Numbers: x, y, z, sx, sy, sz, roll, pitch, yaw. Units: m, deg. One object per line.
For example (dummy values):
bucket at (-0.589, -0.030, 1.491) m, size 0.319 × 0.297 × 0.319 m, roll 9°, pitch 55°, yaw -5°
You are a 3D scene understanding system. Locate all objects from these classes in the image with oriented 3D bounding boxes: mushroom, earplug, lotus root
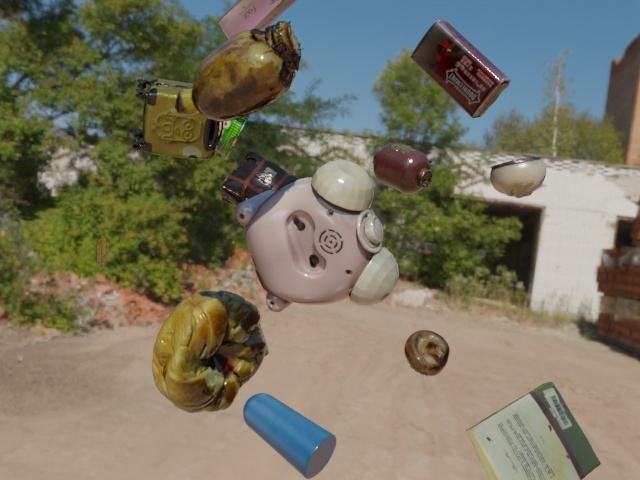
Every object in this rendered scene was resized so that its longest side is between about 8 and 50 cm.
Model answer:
mushroom at (0.265, 0.279, 1.581) m, size 0.109 × 0.085 × 0.126 m, roll 17°, pitch 38°, yaw 39°
earplug at (-0.101, 0.516, 1.751) m, size 0.273 × 0.132 × 0.132 m, roll 28°, pitch 12°, yaw 30°
lotus root at (-0.159, -0.325, 1.277) m, size 0.314 × 0.169 × 0.141 m, roll -22°, pitch -54°, yaw 24°

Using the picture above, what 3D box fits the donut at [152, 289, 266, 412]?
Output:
donut at (-0.305, 0.312, 1.777) m, size 0.170 × 0.360 × 0.360 m, roll 15°, pitch 5°, yaw 37°

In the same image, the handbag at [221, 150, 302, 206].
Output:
handbag at (-0.170, -0.145, 1.884) m, size 0.215 × 0.169 × 0.155 m, roll 31°, pitch -23°, yaw 6°

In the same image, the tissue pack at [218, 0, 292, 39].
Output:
tissue pack at (-0.169, -0.694, 1.888) m, size 0.246 × 0.092 × 0.148 m, roll -27°, pitch 12°, yaw 43°

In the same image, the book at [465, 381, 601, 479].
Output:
book at (0.435, 0.418, 1.286) m, size 0.289 × 0.201 × 0.026 m, roll -13°, pitch -21°, yaw -37°

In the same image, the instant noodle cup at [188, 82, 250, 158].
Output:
instant noodle cup at (-0.378, -0.422, 2.190) m, size 0.233 × 0.207 × 0.207 m, roll 28°, pitch -4°, yaw -13°

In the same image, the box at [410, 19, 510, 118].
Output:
box at (0.329, -0.406, 1.514) m, size 0.224 × 0.120 × 0.069 m, roll 50°, pitch 37°, yaw 16°

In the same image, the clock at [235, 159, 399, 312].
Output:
clock at (0.000, 0.000, 1.487) m, size 0.326 × 0.342 × 0.184 m, roll -12°, pitch 18°, yaw 28°

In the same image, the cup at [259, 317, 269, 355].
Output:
cup at (-0.230, 0.325, 2.128) m, size 0.120 × 0.141 × 0.120 m, roll -26°, pitch 8°, yaw 4°

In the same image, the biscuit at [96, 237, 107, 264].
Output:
biscuit at (-0.712, 0.037, 2.079) m, size 0.018 × 0.083 × 0.081 m, roll 2°, pitch -8°, yaw -33°

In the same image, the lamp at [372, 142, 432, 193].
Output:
lamp at (0.317, -0.276, 2.428) m, size 0.258 × 0.180 × 0.180 m, roll 29°, pitch 14°, yaw 36°

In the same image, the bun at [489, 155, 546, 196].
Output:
bun at (0.622, -0.193, 2.002) m, size 0.173 × 0.119 × 0.173 m, roll -13°, pitch 2°, yaw 0°

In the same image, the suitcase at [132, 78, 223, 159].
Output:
suitcase at (-0.384, -0.333, 1.740) m, size 0.235 × 0.194 × 0.143 m, roll 5°, pitch 33°, yaw -15°
